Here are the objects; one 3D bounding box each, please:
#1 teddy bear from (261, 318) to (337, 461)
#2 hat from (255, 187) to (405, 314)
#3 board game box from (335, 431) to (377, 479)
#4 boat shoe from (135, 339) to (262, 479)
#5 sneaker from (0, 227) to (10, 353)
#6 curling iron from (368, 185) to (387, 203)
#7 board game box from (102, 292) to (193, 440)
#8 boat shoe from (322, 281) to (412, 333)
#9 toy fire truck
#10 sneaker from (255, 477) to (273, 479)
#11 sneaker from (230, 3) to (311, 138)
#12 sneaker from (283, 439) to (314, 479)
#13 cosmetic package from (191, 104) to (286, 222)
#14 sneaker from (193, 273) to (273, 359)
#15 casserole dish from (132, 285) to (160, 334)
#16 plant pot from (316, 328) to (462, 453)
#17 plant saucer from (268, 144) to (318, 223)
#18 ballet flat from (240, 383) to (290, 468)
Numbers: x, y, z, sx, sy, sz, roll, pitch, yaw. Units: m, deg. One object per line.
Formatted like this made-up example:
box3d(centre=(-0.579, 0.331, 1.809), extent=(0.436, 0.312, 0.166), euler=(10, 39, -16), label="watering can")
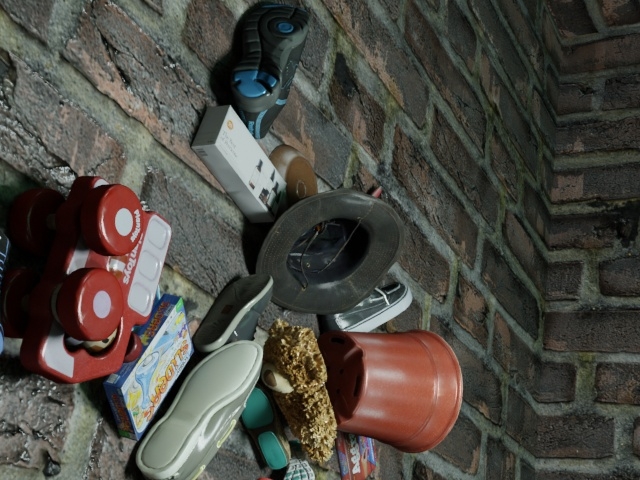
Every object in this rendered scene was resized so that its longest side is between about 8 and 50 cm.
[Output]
box3d(centre=(-0.047, 0.297, 1.883), extent=(0.338, 0.113, 0.245), euler=(93, -22, -66), label="teddy bear")
box3d(centre=(0.000, 0.000, 2.030), extent=(0.134, 0.331, 0.331), euler=(53, -2, 47), label="hat")
box3d(centre=(0.072, 0.416, 2.268), extent=(0.145, 0.027, 0.281), euler=(-27, 111, -58), label="board game box")
box3d(centre=(-0.194, 0.298, 1.680), extent=(0.305, 0.109, 0.091), euler=(-51, 142, -34), label="boat shoe")
box3d(centre=(-0.444, 0.041, 1.295), extent=(0.090, 0.081, 0.232), euler=(-26, 108, -52), label="sneaker")
box3d(centre=(0.103, -0.058, 2.371), extent=(0.274, 0.035, 0.068), euler=(-45, 125, -55), label="curling iron")
box3d(centre=(-0.273, 0.203, 1.595), extent=(0.136, 0.035, 0.201), euler=(85, 25, -43), label="board game box")
box3d(centre=(0.103, 0.139, 2.274), extent=(0.306, 0.113, 0.105), euler=(-25, 103, -44), label="boat shoe")
box3d(centre=(-0.321, 0.065, 1.430), extent=(0.254, 0.169, 0.302), euler=(43, 51, -54), label="toy fire truck")
box3d(centre=(-0.135, 0.491, 1.810), extent=(0.270, 0.090, 0.145), euler=(59, 37, -46), label="sneaker")
box3d(centre=(-0.108, -0.347, 1.968), extent=(0.139, 0.125, 0.341), euler=(96, 11, -48), label="sneaker")
box3d(centre=(-0.042, 0.476, 1.967), extent=(0.166, 0.065, 0.076), euler=(-98, 180, -58), label="sneaker")
box3d(centre=(-0.150, -0.142, 1.886), extent=(0.239, 0.060, 0.099), euler=(54, 41, -45), label="cosmetic package")
box3d(centre=(-0.150, 0.164, 1.842), extent=(0.222, 0.083, 0.118), euler=(-50, 135, -39), label="sneaker")
box3d(centre=(-0.310, 0.058, 1.590), extent=(0.114, 0.037, 0.188), euler=(-12, 98, -62), label="casserole dish")
box3d(centre=(0.112, 0.306, 2.093), extent=(0.265, 0.272, 0.272), euler=(15, 73, -42), label="plant pot")
box3d(centre=(-0.053, -0.106, 2.089), extent=(0.198, 0.036, 0.198), euler=(14, 75, -62), label="plant saucer")
box3d(centre=(-0.111, 0.348, 1.911), extent=(0.067, 0.073, 0.206), euler=(-96, 172, -65), label="ballet flat")
